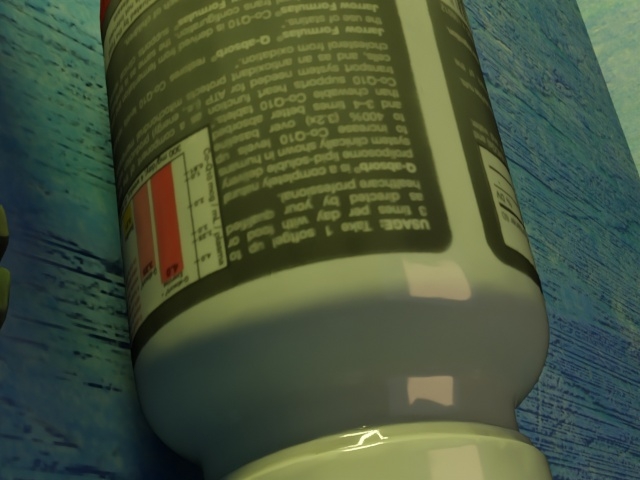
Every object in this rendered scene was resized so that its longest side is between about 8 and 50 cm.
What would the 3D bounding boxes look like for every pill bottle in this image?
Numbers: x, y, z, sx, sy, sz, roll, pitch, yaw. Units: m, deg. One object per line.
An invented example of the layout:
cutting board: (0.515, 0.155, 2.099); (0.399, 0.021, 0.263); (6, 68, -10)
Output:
pill bottle: (0.000, 0.000, 0.616); (0.210, 0.210, 0.363); (30, 43, -50)

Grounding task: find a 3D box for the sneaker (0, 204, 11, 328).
sneaker: (-0.204, -0.033, 0.340); (0.146, 0.134, 0.343); (17, 37, -54)
